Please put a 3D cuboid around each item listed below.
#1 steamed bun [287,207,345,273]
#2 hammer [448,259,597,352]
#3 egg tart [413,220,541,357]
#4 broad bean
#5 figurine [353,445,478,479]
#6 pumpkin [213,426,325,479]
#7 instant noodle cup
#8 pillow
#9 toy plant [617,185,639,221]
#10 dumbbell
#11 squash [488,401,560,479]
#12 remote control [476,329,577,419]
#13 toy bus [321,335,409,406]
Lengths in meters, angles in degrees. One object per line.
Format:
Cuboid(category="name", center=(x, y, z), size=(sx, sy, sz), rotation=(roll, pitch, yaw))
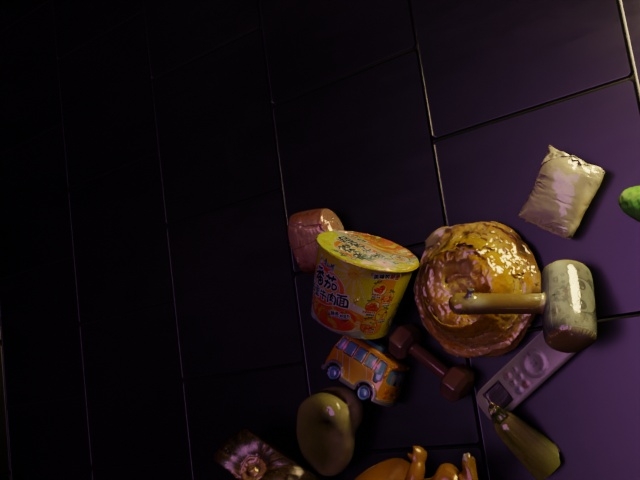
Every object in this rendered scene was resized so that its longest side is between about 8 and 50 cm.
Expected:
Cuboid(category="steamed bun", center=(0.000, 0.000, 2.143), size=(0.145, 0.106, 0.175), rotation=(-12, 94, 31))
Cuboid(category="hammer", center=(0.428, 0.134, 1.703), size=(0.305, 0.113, 0.202), rotation=(3, 53, 7))
Cuboid(category="egg tart", center=(0.344, 0.114, 1.855), size=(0.341, 0.129, 0.341), rotation=(-2, 87, 39))
Cuboid(category="broad bean", center=(0.011, 0.491, 2.051), size=(0.189, 0.121, 0.263), rotation=(32, 118, 31))
Cuboid(category="figurine", center=(0.194, 0.615, 1.808), size=(0.387, 0.401, 0.268), rotation=(-21, 55, 29))
Cuboid(category="pumpkin", center=(-0.131, 0.629, 2.150), size=(0.317, 0.222, 0.139), rotation=(21, 72, 35))
Cuboid(category="instant noodle cup", center=(0.094, 0.112, 1.975), size=(0.264, 0.264, 0.200), rotation=(27, 111, 35))
Cuboid(category="pillow", center=(0.528, -0.099, 1.755), size=(0.134, 0.078, 0.181), rotation=(33, 108, 34))
Cuboid(category="toy plant", center=(0.729, 0.029, 1.520), size=(0.317, 0.210, 0.356), rotation=(-13, 67, 38))
Cuboid(category="dumbbell", center=(0.264, 0.291, 1.923), size=(0.231, 0.082, 0.092), rotation=(36, 144, 33))
Cuboid(category="squash", center=(0.446, 0.435, 1.789), size=(0.200, 0.075, 0.090), rotation=(48, 136, 5))
Cuboid(category="remote control", center=(0.473, 0.289, 1.798), size=(0.309, 0.038, 0.090), rotation=(-49, 60, 25))
Cuboid(category="toy bus", center=(0.120, 0.322, 2.016), size=(0.209, 0.126, 0.136), rotation=(29, 96, 35))
